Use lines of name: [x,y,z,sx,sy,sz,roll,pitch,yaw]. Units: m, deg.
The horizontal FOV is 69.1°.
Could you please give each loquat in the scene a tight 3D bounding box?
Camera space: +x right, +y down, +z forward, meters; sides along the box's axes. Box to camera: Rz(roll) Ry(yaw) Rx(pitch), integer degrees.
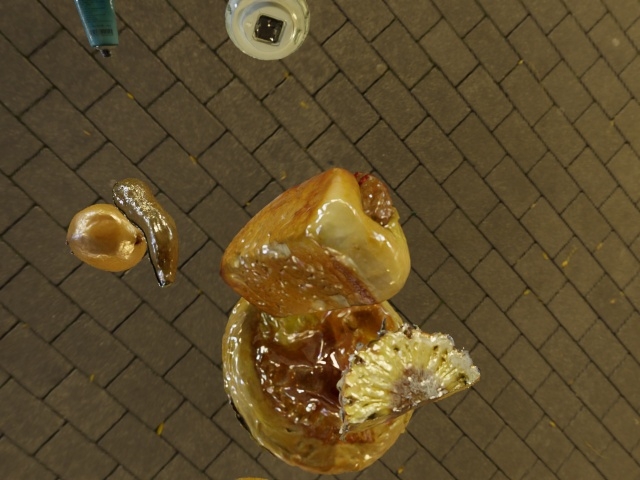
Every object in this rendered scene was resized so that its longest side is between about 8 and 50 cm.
loquat: [-0.649,-0.009,1.430,0.238,0.238,0.193,10,66,-13]

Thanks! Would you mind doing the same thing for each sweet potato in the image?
sweet potato: [-0.295,-0.028,0.806,0.062,0.081,0.233,-8,53,-47]

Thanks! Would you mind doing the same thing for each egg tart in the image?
egg tart: [-0.003,0.266,0.996,0.443,0.178,0.443,13,54,-18]

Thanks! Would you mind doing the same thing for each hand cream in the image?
hand cream: [-0.418,-0.452,0.845,0.083,0.048,0.224,-8,114,-9]

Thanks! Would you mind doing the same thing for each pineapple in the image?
pineapple: [0.108,0.189,0.692,0.233,0.079,0.135,-17,63,-17]

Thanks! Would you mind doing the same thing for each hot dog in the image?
hot dog: [-0.001,-0.001,0.810,0.185,0.405,0.223,44,58,-18]

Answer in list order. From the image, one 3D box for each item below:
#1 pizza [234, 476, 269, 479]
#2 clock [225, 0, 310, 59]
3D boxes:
pizza: [-0.107,0.458,0.621,0.081,0.228,0.289,14,115,-44]
clock: [-0.142,-0.592,1.281,0.237,0.236,0.053,-2,56,-13]
